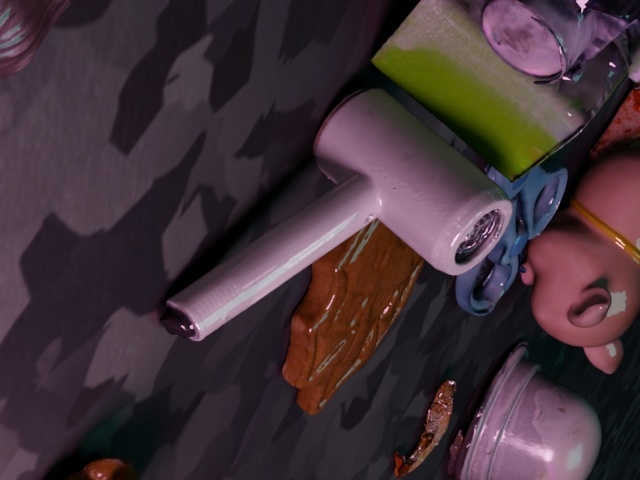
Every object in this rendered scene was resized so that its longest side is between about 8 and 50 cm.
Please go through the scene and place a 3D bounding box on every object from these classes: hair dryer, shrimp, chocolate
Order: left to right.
[{"bbox_3d":[0.000,0.000,0.920,0.236,0.131,0.073,-32,149,-27],"label":"hair dryer"},{"bbox_3d":[0.112,0.199,1.502,0.091,0.025,0.127,-28,143,-52],"label":"shrimp"},{"bbox_3d":[0.259,0.245,1.716,0.221,0.147,0.221,-49,159,-26],"label":"chocolate"}]

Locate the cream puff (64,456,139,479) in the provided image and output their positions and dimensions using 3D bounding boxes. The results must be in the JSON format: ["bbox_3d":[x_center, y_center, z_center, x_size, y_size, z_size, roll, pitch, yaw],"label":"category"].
[{"bbox_3d":[-0.128,0.194,0.885,0.116,0.094,0.122,-61,162,6],"label":"cream puff"}]

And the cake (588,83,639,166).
[{"bbox_3d":[0.400,-0.178,1.647,0.262,0.159,0.158,-24,155,2],"label":"cake"}]

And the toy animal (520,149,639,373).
[{"bbox_3d":[0.315,0.001,1.554,0.165,0.149,0.248,44,68,-50],"label":"toy animal"}]

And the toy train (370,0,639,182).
[{"bbox_3d":[0.189,-0.198,0.938,0.307,0.173,0.249,-51,-178,-24],"label":"toy train"}]

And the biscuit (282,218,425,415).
[{"bbox_3d":[0.034,0.046,1.137,0.182,0.034,0.215,-10,125,-62],"label":"biscuit"}]

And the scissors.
[{"bbox_3d":[0.172,-0.057,1.317,0.180,0.032,0.393,-54,158,-16],"label":"scissors"}]

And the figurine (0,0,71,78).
[{"bbox_3d":[-0.121,-0.122,0.578,0.129,0.054,0.072,-55,153,-21],"label":"figurine"}]
